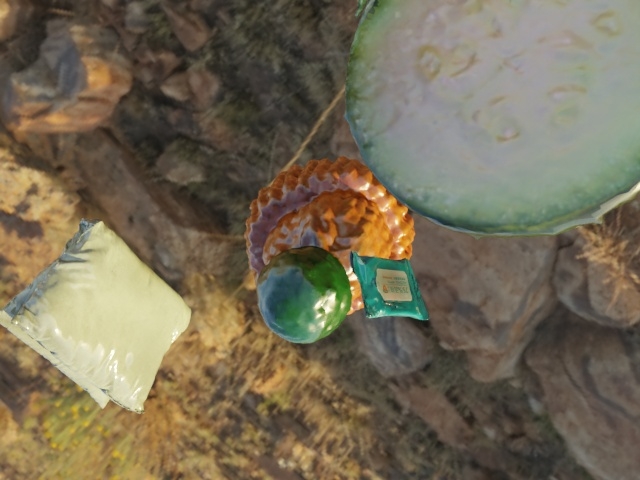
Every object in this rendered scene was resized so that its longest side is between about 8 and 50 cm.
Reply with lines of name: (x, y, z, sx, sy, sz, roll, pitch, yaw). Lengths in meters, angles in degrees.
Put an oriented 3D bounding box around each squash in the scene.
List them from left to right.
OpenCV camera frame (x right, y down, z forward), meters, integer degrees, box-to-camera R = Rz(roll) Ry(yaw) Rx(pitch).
squash: (0.105, -0.079, 0.419, 0.170, 0.170, 0.123, 29, -174, 22)

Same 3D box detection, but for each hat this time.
hat: (0.000, 0.000, 1.248, 0.285, 0.285, 0.400, 42, -175, 1)

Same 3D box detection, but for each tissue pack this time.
tissue pack: (0.080, 0.055, 0.984, 0.028, 0.138, 0.085, -28, 68, 34)

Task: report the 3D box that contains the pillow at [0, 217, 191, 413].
pillow: (-0.209, 0.072, 0.785, 0.078, 0.134, 0.181, 18, 155, 39)
